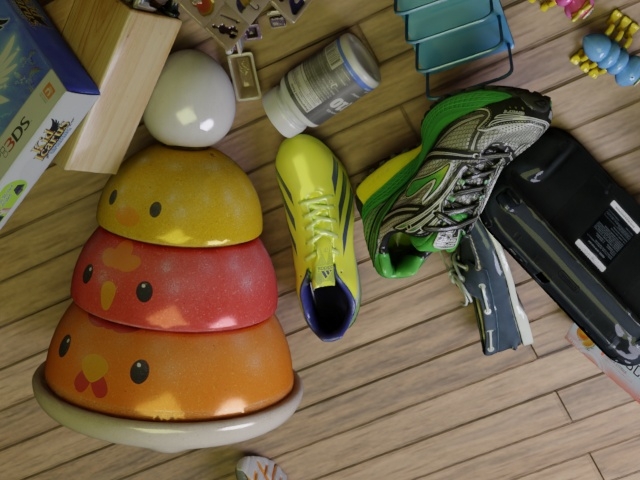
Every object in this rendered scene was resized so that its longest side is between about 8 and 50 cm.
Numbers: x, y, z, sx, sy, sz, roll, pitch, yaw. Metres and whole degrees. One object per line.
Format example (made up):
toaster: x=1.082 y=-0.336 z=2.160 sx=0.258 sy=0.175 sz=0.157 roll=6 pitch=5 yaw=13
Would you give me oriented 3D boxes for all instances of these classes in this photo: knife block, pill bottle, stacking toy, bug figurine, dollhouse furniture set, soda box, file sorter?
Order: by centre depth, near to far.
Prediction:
knife block: x=-0.224 y=-0.238 z=1.692 sx=0.242 sy=0.088 sz=0.276 roll=-18 pitch=77 yaw=38
bug figurine: x=0.365 y=-0.311 z=1.695 sx=0.216 sy=0.072 sz=0.279 roll=30 pitch=119 yaw=-13
file sorter: x=0.152 y=-0.268 z=1.716 sx=0.118 sy=0.104 sz=0.170 roll=-17 pitch=119 yaw=14
dollhouse furniture set: x=-0.080 y=-0.217 z=1.775 sx=0.091 sy=0.081 sz=0.114 roll=-7 pitch=120 yaw=8
pill bottle: x=0.000 y=-0.189 z=1.788 sx=0.137 sy=0.078 sz=0.078 roll=-32 pitch=114 yaw=21
stacking toy: x=-0.187 y=-0.004 z=1.832 sx=0.350 sy=0.350 sz=0.480 roll=4 pitch=103 yaw=2
soda box: x=0.418 y=0.159 z=1.925 sx=0.183 sy=0.058 sz=0.063 roll=43 pitch=123 yaw=25

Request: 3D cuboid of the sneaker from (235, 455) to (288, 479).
sneaker: x=-0.072 y=0.408 z=2.154 sx=0.083 sy=0.084 sz=0.215 roll=-23 pitch=118 yaw=22

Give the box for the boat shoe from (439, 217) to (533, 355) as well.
boat shoe: x=0.212 y=0.048 z=1.913 sx=0.079 sy=0.095 sz=0.254 roll=-22 pitch=127 yaw=4

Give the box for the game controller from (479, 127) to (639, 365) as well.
game controller: x=0.348 y=0.009 z=1.847 sx=0.319 sy=0.067 sz=0.166 roll=46 pitch=72 yaw=-12

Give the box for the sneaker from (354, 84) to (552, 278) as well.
sneaker: x=0.171 y=-0.067 z=1.758 sx=0.134 sy=0.146 sz=0.343 roll=9 pitch=145 yaw=-28

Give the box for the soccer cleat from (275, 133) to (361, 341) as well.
soccer cleat: x=0.001 y=0.000 z=1.877 sx=0.093 sy=0.121 sz=0.289 roll=-6 pitch=120 yaw=8

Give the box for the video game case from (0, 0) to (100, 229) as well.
video game case: x=-0.411 y=-0.184 z=1.734 sx=0.244 sy=0.061 sz=0.269 roll=-48 pitch=65 yaw=25

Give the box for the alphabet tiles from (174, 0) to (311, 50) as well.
alphabet tiles: x=-0.078 y=-0.343 z=1.651 sx=0.198 sy=0.009 sz=0.237 roll=42 pitch=73 yaw=-20
